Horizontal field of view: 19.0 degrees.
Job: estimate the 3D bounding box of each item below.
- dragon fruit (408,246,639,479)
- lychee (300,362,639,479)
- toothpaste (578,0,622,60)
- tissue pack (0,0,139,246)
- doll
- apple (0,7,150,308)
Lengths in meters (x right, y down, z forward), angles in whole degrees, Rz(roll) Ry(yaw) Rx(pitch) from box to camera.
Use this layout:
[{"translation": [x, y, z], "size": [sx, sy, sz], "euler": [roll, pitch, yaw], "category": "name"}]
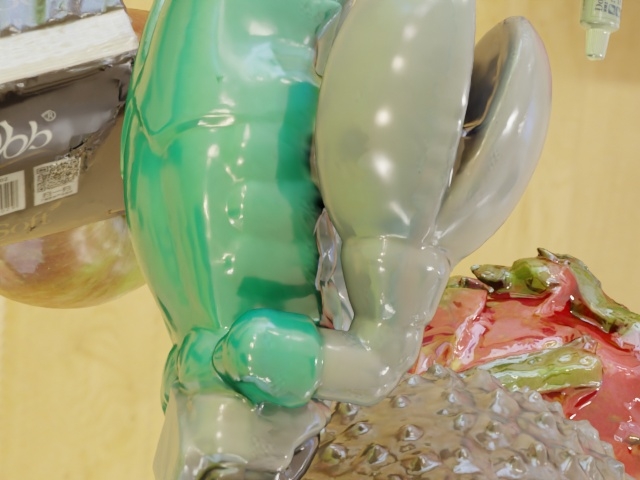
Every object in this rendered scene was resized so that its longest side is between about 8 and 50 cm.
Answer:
[{"translation": [0.139, 0.140, 1.377], "size": [0.302, 0.237, 0.231], "euler": [-11, 119, 12], "category": "dragon fruit"}, {"translation": [0.039, 0.206, 0.941], "size": [0.300, 0.300, 0.300], "euler": [-4, 99, -26], "category": "lychee"}, {"translation": [0.214, -0.230, 1.414], "size": [0.048, 0.029, 0.197], "euler": [11, 83, -36], "category": "toothpaste"}, {"translation": [-0.312, -0.093, 1.363], "size": [0.370, 0.198, 0.210], "euler": [-14, 145, -19], "category": "tissue pack"}, {"translation": [-0.008, -0.002, 0.744], "size": [0.153, 0.195, 0.258], "euler": [10, 100, -24], "category": "doll"}, {"translation": [-0.235, -0.092, 1.809], "size": [0.309, 0.250, 0.277], "euler": [-44, 141, -8], "category": "apple"}]
